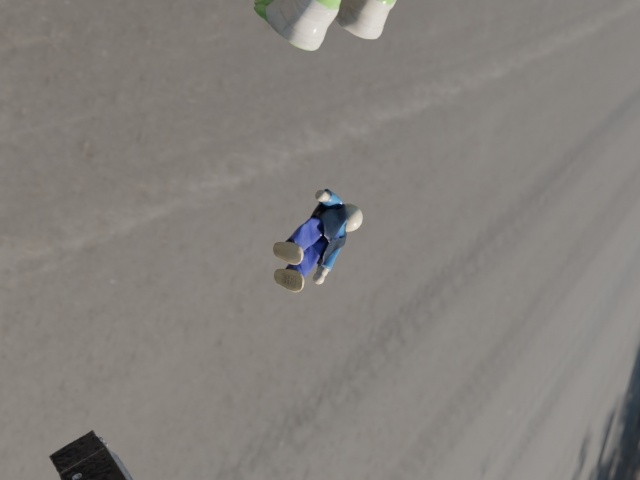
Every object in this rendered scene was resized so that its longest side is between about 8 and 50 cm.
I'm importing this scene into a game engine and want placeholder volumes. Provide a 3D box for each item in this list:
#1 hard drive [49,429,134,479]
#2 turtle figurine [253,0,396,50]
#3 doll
[{"bbox_3d":[-0.148,0.355,1.148,0.064,0.339,0.237,-30,119,-17],"label":"hard drive"},{"bbox_3d":[0.030,-0.306,0.954,0.266,0.274,0.198,-58,-170,35],"label":"turtle figurine"},{"bbox_3d":[0.000,0.000,1.505,0.189,0.046,0.129,-42,138,-54],"label":"doll"}]
